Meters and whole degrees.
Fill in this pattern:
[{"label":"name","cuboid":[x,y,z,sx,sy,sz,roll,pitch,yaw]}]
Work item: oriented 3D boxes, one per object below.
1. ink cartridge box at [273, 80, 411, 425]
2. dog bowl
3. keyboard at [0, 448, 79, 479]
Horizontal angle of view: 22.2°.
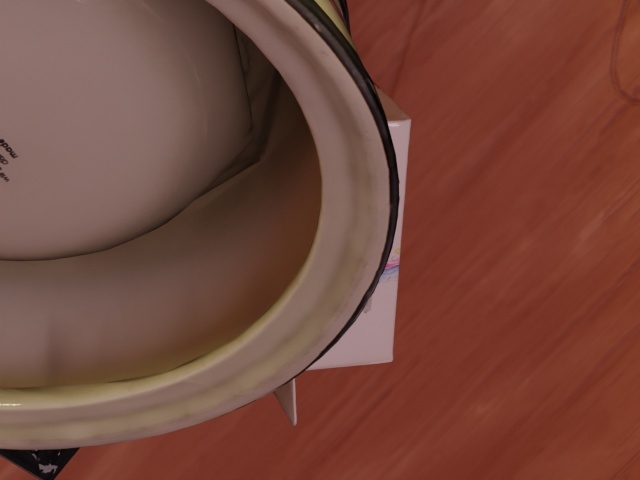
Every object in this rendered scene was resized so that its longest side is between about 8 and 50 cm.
[{"label":"ink cartridge box","cuboid":[0.000,0.000,0.993,0.067,0.115,0.198,-4,116,-17]},{"label":"dog bowl","cuboid":[-0.166,-0.069,0.805,0.408,0.150,0.408,0,140,0]},{"label":"keyboard","cuboid":[-0.139,0.075,1.035,0.108,0.023,0.180,36,100,-23]}]
